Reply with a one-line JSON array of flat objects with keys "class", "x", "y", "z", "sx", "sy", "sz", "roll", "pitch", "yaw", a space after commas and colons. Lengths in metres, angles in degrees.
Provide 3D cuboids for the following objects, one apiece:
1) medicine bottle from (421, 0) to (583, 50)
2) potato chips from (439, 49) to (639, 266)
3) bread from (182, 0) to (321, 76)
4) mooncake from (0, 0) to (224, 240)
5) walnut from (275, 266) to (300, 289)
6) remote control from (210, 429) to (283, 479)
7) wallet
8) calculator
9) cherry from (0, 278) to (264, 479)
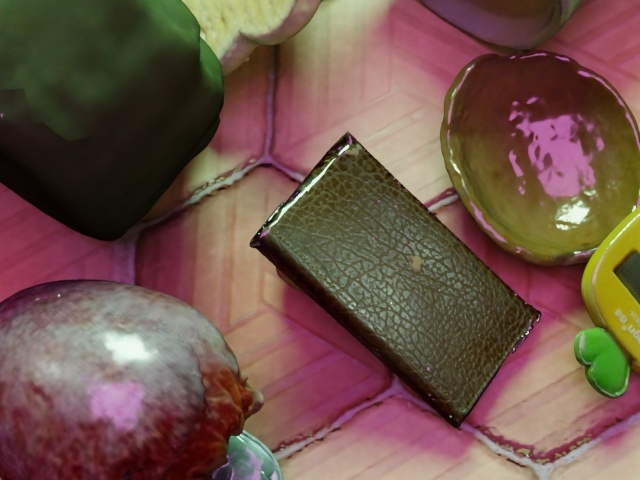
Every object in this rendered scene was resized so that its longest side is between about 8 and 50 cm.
[{"class": "medicine bottle", "x": 0.243, "y": -0.403, "z": 0.848, "sx": 0.236, "sy": 0.235, "sz": 0.406, "roll": 37, "pitch": 81, "yaw": 13}, {"class": "potato chips", "x": 0.198, "y": -0.074, "z": 0.841, "sx": 0.208, "sy": 0.062, "sz": 0.195, "roll": 37, "pitch": 77, "yaw": 6}, {"class": "bread", "x": -0.074, "y": -0.300, "z": 0.861, "sx": 0.316, "sy": 0.054, "sz": 0.315, "roll": -9, "pitch": 77, "yaw": 44}, {"class": "mooncake", "x": -0.250, "y": -0.168, "z": 0.754, "sx": 0.356, "sy": 0.356, "sz": 0.194, "roll": 32, "pitch": 76, "yaw": 12}, {"class": "walnut", "x": 0.000, "y": 0.000, "z": 0.828, "sx": 0.079, "sy": 0.082, "sz": 0.096, "roll": 9, "pitch": 67, "yaw": 36}, {"class": "remote control", "x": -0.142, "y": 0.178, "z": 0.799, "sx": 0.247, "sy": 0.052, "sz": 0.104, "roll": 32, "pitch": 79, "yaw": 12}, {"class": "wallet", "x": 0.068, "y": 0.035, "z": 0.787, "sx": 0.243, "sy": 0.039, "sz": 0.132, "roll": 42, "pitch": 72, "yaw": -10}, {"class": "calculator", "x": 0.307, "y": 0.039, "z": 0.796, "sx": 0.235, "sy": 0.032, "sz": 0.146, "roll": -41, "pitch": 97, "yaw": -11}, {"class": "cherry", "x": -0.177, "y": 0.120, "z": 0.708, "sx": 0.250, "sy": 0.175, "sz": 0.192, "roll": 26, "pitch": 89, "yaw": 16}]
